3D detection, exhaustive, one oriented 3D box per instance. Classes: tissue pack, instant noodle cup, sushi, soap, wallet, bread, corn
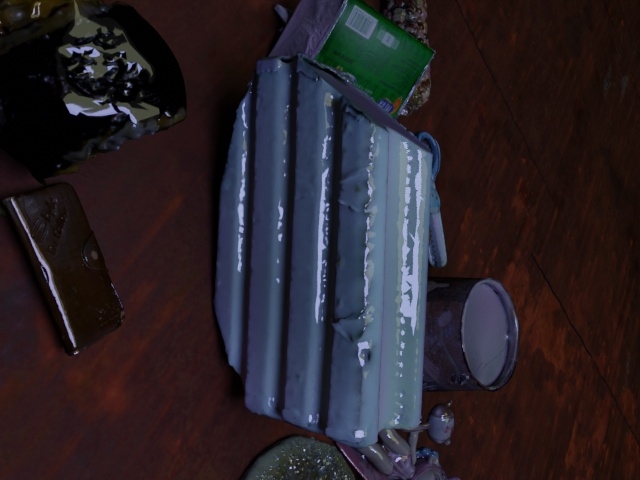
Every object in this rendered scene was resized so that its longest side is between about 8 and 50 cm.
[{"bbox_3d":[0.035,-0.291,1.007,0.209,0.156,0.148,14,111,-45],"label":"tissue pack"},{"bbox_3d":[0.185,0.150,1.048,0.217,0.207,0.217,9,78,-46],"label":"instant noodle cup"},{"bbox_3d":[-0.262,-0.169,0.637,0.213,0.200,0.204,-31,106,-29],"label":"sushi"},{"bbox_3d":[0.000,0.000,0.824,0.156,0.261,0.446,-2,95,-47],"label":"soap"},{"bbox_3d":[-0.270,0.026,0.708,0.095,0.026,0.176,-40,114,-63],"label":"wallet"},{"bbox_3d":[-0.027,0.407,0.918,0.267,0.040,0.266,8,79,-45],"label":"bread"},{"bbox_3d":[0.146,-0.355,1.160,0.092,0.092,0.280,15,70,-44],"label":"corn"}]

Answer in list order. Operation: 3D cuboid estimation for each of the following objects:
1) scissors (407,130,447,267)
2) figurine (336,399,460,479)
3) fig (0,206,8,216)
[{"bbox_3d":[0.196,-0.076,1.210,0.125,0.030,0.256,-10,90,-47],"label":"scissors"},{"bbox_3d":[0.131,0.329,1.036,0.205,0.103,0.260,-48,117,-17],"label":"figurine"},{"bbox_3d":[-0.344,-0.013,0.627,0.089,0.089,0.125,56,19,-25],"label":"fig"}]
